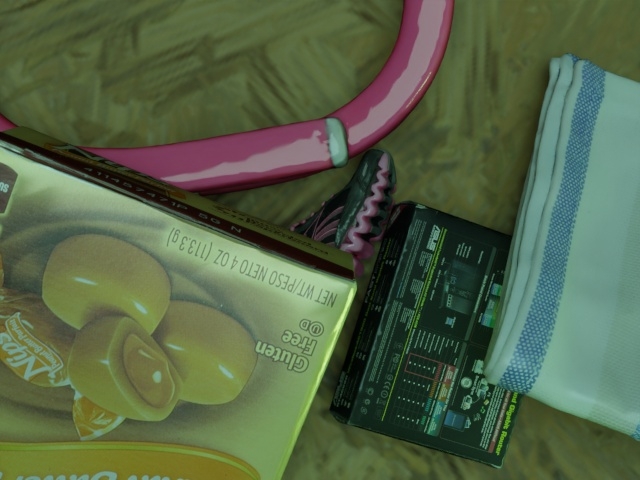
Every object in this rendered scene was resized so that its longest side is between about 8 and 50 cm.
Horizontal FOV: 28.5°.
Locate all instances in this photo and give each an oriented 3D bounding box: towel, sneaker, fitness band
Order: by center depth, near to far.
[{"bbox_3d":[0.234,0.023,0.649,0.285,0.034,0.209,18,60,1],"label":"towel"},{"bbox_3d":[-0.075,-0.127,0.660,0.291,0.054,0.209,-7,89,3],"label":"fitness band"},{"bbox_3d":[0.000,0.000,0.680,0.057,0.047,0.119,23,81,19],"label":"sneaker"}]

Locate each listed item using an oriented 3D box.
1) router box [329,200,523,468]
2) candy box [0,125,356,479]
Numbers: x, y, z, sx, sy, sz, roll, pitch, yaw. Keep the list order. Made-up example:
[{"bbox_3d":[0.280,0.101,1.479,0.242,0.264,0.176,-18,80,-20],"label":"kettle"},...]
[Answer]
[{"bbox_3d":[0.068,0.050,0.672,0.092,0.038,0.122,19,87,-16],"label":"router box"},{"bbox_3d":[-0.123,0.124,0.614,0.183,0.087,0.316,21,97,-2],"label":"candy box"}]
